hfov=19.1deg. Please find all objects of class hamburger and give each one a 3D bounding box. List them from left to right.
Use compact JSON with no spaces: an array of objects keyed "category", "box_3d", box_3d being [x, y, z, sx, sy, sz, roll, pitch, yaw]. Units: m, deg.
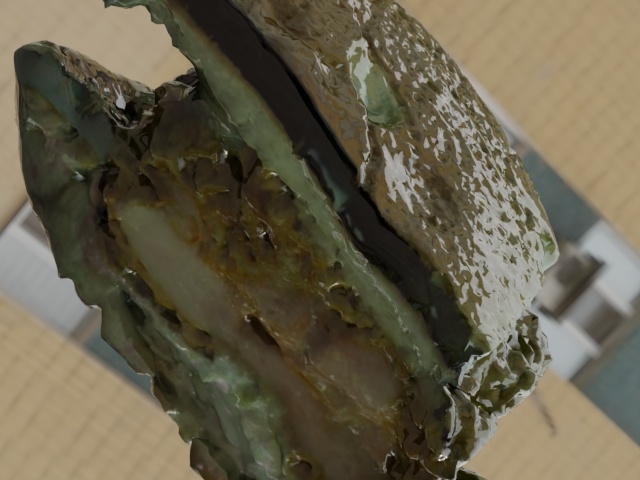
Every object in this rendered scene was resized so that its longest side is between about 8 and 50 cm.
[{"category":"hamburger","box_3d":[0.000,0.000,0.843,0.168,0.288,0.192,-35,178,28]}]
